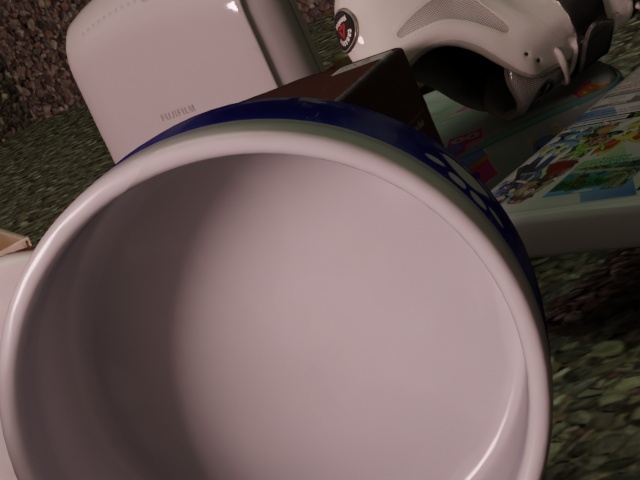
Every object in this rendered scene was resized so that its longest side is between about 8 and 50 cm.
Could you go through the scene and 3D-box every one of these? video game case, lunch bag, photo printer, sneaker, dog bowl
[{"bbox_3d":[0.288,-0.082,1.042,0.329,0.036,0.300,-7,25,49],"label":"video game case"},{"bbox_3d":[0.138,-0.069,1.369,0.224,0.108,0.279,-27,14,-6],"label":"lunch bag"},{"bbox_3d":[-0.107,-0.134,1.614,0.256,0.307,0.107,-14,17,36],"label":"photo printer"},{"bbox_3d":[0.168,-0.162,1.251,0.330,0.146,0.122,-7,-17,-16],"label":"sneaker"},{"bbox_3d":[-0.018,0.064,0.799,0.265,0.265,0.104,-22,12,12],"label":"dog bowl"}]

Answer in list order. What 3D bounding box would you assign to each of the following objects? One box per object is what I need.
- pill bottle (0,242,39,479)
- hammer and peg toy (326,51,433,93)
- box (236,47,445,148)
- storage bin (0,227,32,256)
[{"bbox_3d":[-0.179,0.087,1.138,0.176,0.176,0.318,-25,4,-3],"label":"pill bottle"},{"bbox_3d":[0.034,-0.178,1.915,0.361,0.127,0.266,-30,15,-23],"label":"hammer and peg toy"},{"bbox_3d":[0.000,0.000,1.143,0.168,0.203,0.167,-18,16,29],"label":"box"},{"bbox_3d":[-0.417,0.099,1.662,0.260,0.123,0.262,-29,14,-18],"label":"storage bin"}]
